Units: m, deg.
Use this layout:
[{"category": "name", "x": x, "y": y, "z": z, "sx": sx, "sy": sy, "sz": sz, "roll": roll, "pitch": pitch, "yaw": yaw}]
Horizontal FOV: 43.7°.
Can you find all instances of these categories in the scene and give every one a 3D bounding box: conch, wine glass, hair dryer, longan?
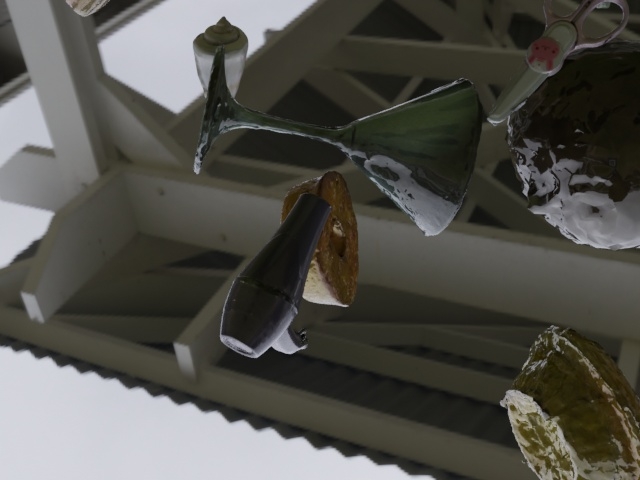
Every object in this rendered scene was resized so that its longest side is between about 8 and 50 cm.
[{"category": "conch", "x": -0.187, "y": -0.336, "z": 1.502, "sx": 0.105, "sy": 0.176, "sz": 0.094, "roll": -1, "pitch": -130, "yaw": -5}, {"category": "wine glass", "x": 0.015, "y": -0.165, "z": 1.262, "sx": 0.406, "sy": 0.267, "sz": 0.267, "roll": 9, "pitch": -146, "yaw": -9}, {"category": "hair dryer", "x": -0.060, "y": 0.112, "z": 1.470, "sx": 0.121, "sy": 0.361, "sz": 0.301, "roll": 20, "pitch": -115, "yaw": 16}, {"category": "longan", "x": 0.525, "y": -0.175, "z": 1.438, "sx": 0.392, "sy": 0.391, "sz": 0.391, "roll": -4, "pitch": -145, "yaw": 3}]

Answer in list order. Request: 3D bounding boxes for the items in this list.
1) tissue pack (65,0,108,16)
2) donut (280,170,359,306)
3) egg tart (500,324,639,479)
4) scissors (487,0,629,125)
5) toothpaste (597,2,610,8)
[{"category": "tissue pack", "x": -0.317, "y": -0.497, "z": 1.273, "sx": 0.257, "sy": 0.123, "sz": 0.215, "roll": -42, "pitch": -146, "yaw": 16}, {"category": "donut", "x": 0.000, "y": 0.000, "z": 1.742, "sx": 0.110, "sy": 0.302, "sz": 0.302, "roll": -6, "pitch": -146, "yaw": 17}, {"category": "egg tart", "x": 0.343, "y": 0.258, "z": 1.077, "sx": 0.115, "sy": 0.290, "sz": 0.290, "roll": -23, "pitch": -142, "yaw": -11}, {"category": "scissors", "x": 0.319, "y": -0.263, "z": 1.131, "sx": 0.118, "sy": 0.242, "sz": 0.030, "roll": 42, "pitch": -168, "yaw": 14}, {"category": "toothpaste", "x": 0.448, "y": -0.470, "z": 1.233, "sx": 0.037, "sy": 0.216, "sz": 0.062, "roll": 3, "pitch": -164, "yaw": 5}]
